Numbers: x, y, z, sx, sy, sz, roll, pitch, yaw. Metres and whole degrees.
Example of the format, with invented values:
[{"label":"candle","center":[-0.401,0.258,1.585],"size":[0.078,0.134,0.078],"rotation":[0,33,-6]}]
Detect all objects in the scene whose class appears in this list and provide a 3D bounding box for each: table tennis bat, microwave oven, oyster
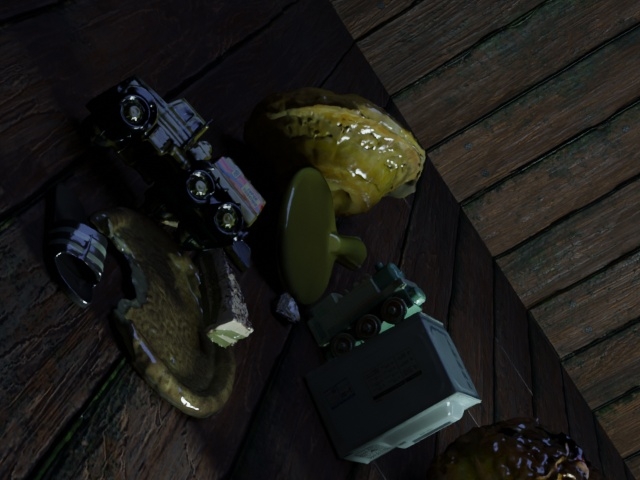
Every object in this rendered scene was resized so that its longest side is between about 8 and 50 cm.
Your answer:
[{"label":"table tennis bat","center":[0.000,0.000,2.119],"size":[0.369,0.054,0.224],"rotation":[17,77,-68]},{"label":"microwave oven","center":[0.110,0.225,1.889],"size":[0.122,0.208,0.162],"rotation":[28,34,-62]},{"label":"oyster","center":[-0.054,0.107,1.958],"size":[0.054,0.019,0.083],"rotation":[62,14,6]}]

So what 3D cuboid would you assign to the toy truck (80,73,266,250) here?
[{"label":"toy truck","center":[-0.187,-0.108,1.651],"size":[0.257,0.127,0.127],"rotation":[46,62,-18]}]

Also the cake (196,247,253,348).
[{"label":"cake","center":[-0.125,0.073,1.621],"size":[0.055,0.051,0.140],"rotation":[47,20,-41]}]

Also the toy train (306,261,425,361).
[{"label":"toy train","center":[0.074,0.117,2.020],"size":[0.081,0.194,0.125],"rotation":[23,33,-60]}]

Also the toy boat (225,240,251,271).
[{"label":"toy boat","center":[-0.144,-0.009,1.900],"size":[0.115,0.016,0.063],"rotation":[53,16,-24]}]

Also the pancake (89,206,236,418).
[{"label":"pancake","center":[-0.192,0.081,1.553],"size":[0.286,0.033,0.288],"rotation":[57,16,-12]}]

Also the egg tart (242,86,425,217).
[{"label":"egg tart","center":[0.018,-0.135,2.186],"size":[0.341,0.341,0.129],"rotation":[43,49,-45]}]

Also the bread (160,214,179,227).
[{"label":"bread","center":[-0.190,-0.047,1.769],"size":[0.106,0.053,0.072],"rotation":[25,60,-59]}]

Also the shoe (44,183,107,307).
[{"label":"shoe","center":[-0.273,-0.006,1.431],"size":[0.071,0.049,0.179],"rotation":[44,21,-41]}]

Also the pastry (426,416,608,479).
[{"label":"pastry","center":[0.334,0.445,2.046],"size":[0.405,0.292,0.337],"rotation":[36,15,-34]}]
